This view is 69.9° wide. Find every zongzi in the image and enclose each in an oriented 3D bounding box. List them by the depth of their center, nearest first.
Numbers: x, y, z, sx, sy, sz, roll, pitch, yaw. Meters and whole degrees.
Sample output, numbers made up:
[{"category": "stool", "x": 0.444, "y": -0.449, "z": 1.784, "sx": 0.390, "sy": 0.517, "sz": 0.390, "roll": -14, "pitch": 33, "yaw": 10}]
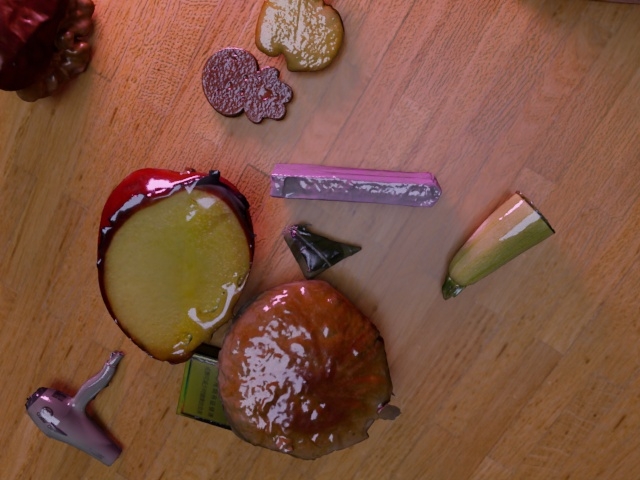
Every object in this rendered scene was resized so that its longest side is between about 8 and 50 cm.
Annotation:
[{"category": "zongzi", "x": 0.000, "y": 0.000, "z": 0.857, "sx": 0.119, "sy": 0.055, "sz": 0.109, "roll": -29, "pitch": 81, "yaw": -7}]

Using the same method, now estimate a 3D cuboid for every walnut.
[{"category": "walnut", "x": -0.526, "y": -0.396, "z": 0.799, "sx": 0.243, "sy": 0.221, "sz": 0.269, "roll": 27, "pitch": 94, "yaw": -29}]

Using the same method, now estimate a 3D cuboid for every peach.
[{"category": "peach", "x": -0.257, "y": 0.031, "z": 0.825, "sx": 0.257, "sy": 0.201, "sz": 0.362, "roll": 0, "pitch": 110, "yaw": -19}]

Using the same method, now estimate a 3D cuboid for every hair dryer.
[{"category": "hair dryer", "x": -0.477, "y": 0.375, "z": 0.981, "sx": 0.224, "sy": 0.088, "sz": 0.219, "roll": -26, "pitch": 101, "yaw": -4}]

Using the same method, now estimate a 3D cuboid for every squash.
[{"category": "squash", "x": 0.293, "y": 0.025, "z": 0.802, "sx": 0.094, "sy": 0.094, "sz": 0.224, "roll": 43, "pitch": 109, "yaw": 0}]

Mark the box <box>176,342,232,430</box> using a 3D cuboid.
[{"category": "box", "x": -0.166, "y": 0.304, "z": 0.918, "sx": 0.219, "sy": 0.064, "sz": 0.141, "roll": 15, "pitch": 99, "yaw": 4}]

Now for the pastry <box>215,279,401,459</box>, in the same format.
[{"category": "pastry", "x": -0.032, "y": 0.231, "z": 0.807, "sx": 0.329, "sy": 0.136, "sz": 0.330, "roll": 1, "pitch": 86, "yaw": -12}]

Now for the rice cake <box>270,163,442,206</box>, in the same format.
[{"category": "rice cake", "x": 0.055, "y": -0.097, "z": 0.800, "sx": 0.297, "sy": 0.106, "sz": 0.050, "roll": 5, "pitch": 109, "yaw": 8}]

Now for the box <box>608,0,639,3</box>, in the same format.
[{"category": "box", "x": 0.452, "y": -0.436, "z": 0.627, "sx": 0.341, "sy": 0.225, "sz": 0.144, "roll": 12, "pitch": 102, "yaw": 6}]

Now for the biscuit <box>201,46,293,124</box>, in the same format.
[{"category": "biscuit", "x": -0.136, "y": -0.278, "z": 0.840, "sx": 0.175, "sy": 0.026, "sz": 0.124, "roll": 26, "pitch": 103, "yaw": 4}]

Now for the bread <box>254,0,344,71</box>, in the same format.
[{"category": "bread", "x": -0.022, "y": -0.385, "z": 0.793, "sx": 0.149, "sy": 0.065, "sz": 0.188, "roll": 27, "pitch": 99, "yaw": -7}]
